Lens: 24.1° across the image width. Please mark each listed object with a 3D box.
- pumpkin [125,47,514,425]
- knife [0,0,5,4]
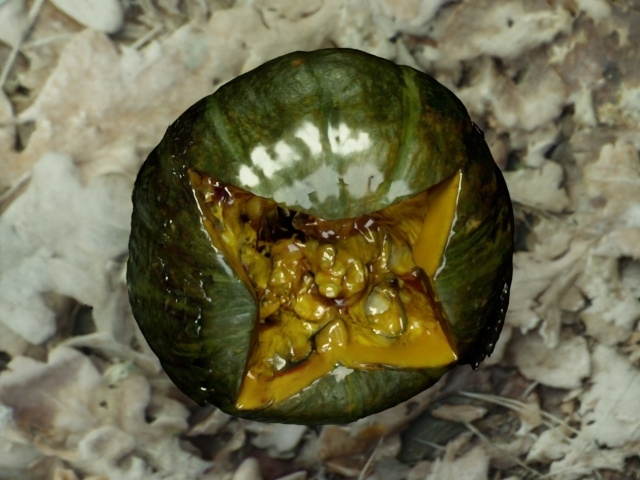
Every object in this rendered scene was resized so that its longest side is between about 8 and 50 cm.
[{"bbox_3d":[0.000,0.000,1.187,0.321,0.192,0.320,-5,119,-9],"label":"pumpkin"},{"bbox_3d":[-0.227,-0.240,1.111,0.080,0.044,0.331,32,111,-31],"label":"knife"}]
